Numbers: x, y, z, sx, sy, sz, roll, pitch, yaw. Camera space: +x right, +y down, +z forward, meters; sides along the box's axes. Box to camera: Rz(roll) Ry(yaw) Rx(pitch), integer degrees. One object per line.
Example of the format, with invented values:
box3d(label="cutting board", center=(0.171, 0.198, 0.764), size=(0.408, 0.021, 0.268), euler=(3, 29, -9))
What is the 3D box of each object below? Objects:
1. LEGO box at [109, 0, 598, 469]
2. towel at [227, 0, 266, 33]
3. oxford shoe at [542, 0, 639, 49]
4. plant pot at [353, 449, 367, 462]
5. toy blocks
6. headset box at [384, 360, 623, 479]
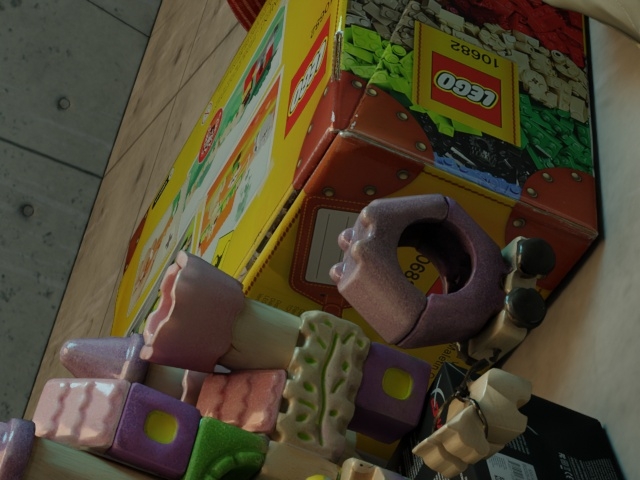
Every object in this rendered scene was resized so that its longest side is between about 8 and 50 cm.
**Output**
box3d(label="LEGO box", center=(0.000, 0.000, 1.437), size=(0.372, 0.193, 0.500), euler=(-84, 21, -47))
box3d(label="towel", center=(0.002, -0.293, 1.438), size=(0.037, 0.237, 0.329), euler=(-100, -12, -44))
box3d(label="oxford shoe", center=(0.203, -0.192, 1.115), size=(0.169, 0.130, 0.449), euler=(-65, 16, 7))
box3d(label="plant pot", center=(-0.014, 0.205, 1.267), size=(0.109, 0.237, 0.237), euler=(-31, 2, -21))
box3d(label="toy blocks", center=(-0.079, 0.125, 0.972), size=(0.309, 0.260, 0.289), euler=(132, 157, -56))
box3d(label="headset box", center=(0.063, 0.251, 1.024), size=(0.218, 0.110, 0.293), euler=(-100, 35, -65))
